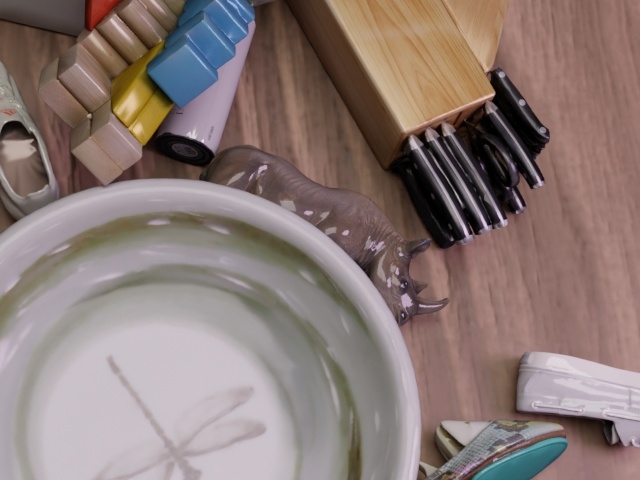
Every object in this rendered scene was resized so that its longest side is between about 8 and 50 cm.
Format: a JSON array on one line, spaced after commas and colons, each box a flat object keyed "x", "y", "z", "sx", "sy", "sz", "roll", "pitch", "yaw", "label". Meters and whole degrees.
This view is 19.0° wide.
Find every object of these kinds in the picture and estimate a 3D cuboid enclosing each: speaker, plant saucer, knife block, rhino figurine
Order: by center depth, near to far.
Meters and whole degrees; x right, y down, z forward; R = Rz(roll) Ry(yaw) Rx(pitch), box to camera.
[{"x": -0.124, "y": 0.152, "z": 1.510, "sx": 0.400, "sy": 0.100, "sz": 0.400, "roll": 2, "pitch": 73, "yaw": -6, "label": "plant saucer"}, {"x": 0.000, "y": 0.000, "z": 1.615, "sx": 0.243, "sy": 0.073, "sz": 0.106, "roll": 25, "pitch": 70, "yaw": -2, "label": "rhino figurine"}, {"x": -0.099, "y": -0.137, "z": 1.656, "sx": 0.055, "sy": 0.055, "sz": 0.136, "roll": 17, "pitch": 67, "yaw": -4, "label": "speaker"}, {"x": 0.069, "y": -0.122, "z": 1.664, "sx": 0.276, "sy": 0.088, "sz": 0.242, "roll": 19, "pitch": 67, "yaw": -4, "label": "knife block"}]

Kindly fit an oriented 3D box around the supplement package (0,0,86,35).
[{"x": -0.244, "y": -0.317, "z": 1.621, "sx": 0.149, "sy": 0.194, "sz": 0.203, "roll": 13, "pitch": 69, "yaw": -5, "label": "supplement package"}]

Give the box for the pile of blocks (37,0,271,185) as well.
[{"x": -0.115, "y": -0.215, "z": 1.571, "sx": 0.112, "sy": 0.149, "sz": 0.362, "roll": 47, "pitch": 53, "yaw": -27, "label": "pile of blocks"}]

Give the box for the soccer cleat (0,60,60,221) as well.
[{"x": -0.271, "y": -0.103, "z": 1.600, "sx": 0.068, "sy": 0.076, "sz": 0.196, "roll": -27, "pitch": 76, "yaw": -18, "label": "soccer cleat"}]

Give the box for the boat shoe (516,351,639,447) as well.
[{"x": 0.254, "y": 0.142, "z": 1.617, "sx": 0.184, "sy": 0.066, "sz": 0.063, "roll": 15, "pitch": 82, "yaw": -7, "label": "boat shoe"}]

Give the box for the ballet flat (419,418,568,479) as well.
[{"x": 0.100, "y": 0.197, "z": 1.567, "sx": 0.221, "sy": 0.077, "sz": 0.079, "roll": -34, "pitch": 60, "yaw": -20, "label": "ballet flat"}]
